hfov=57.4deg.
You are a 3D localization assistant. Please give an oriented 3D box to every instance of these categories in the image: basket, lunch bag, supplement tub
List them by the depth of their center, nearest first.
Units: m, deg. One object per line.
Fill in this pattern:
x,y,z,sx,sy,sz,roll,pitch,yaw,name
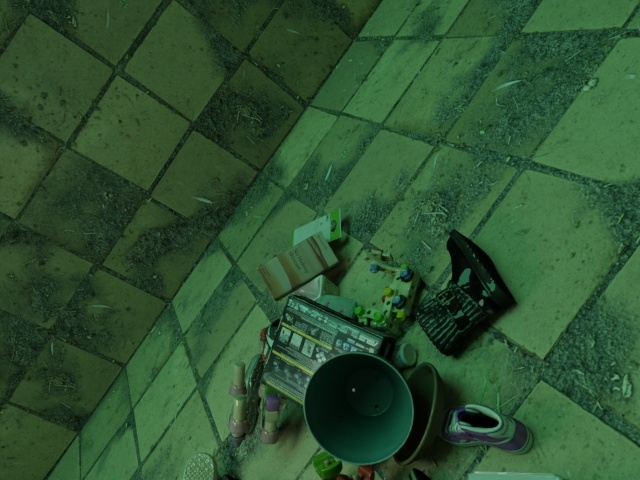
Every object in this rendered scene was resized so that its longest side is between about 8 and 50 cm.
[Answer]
0.233,0.358,1.789,0.107,0.071,0.071,-26,40,43,supplement tub
0.002,0.319,2.082,0.262,0.160,0.223,-23,24,34,lunch bag
-0.017,0.230,2.283,0.167,0.103,0.113,-33,35,35,basket

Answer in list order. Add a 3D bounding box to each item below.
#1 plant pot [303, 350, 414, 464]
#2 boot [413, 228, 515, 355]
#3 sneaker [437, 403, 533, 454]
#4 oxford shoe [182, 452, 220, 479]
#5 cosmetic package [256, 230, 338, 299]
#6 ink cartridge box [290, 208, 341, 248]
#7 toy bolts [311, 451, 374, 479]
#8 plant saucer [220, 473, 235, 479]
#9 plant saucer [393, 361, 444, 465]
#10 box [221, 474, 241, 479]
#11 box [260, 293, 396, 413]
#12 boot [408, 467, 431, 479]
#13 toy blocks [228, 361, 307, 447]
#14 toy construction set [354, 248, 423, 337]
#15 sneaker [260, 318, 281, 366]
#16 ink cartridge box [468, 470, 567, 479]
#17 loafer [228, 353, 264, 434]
0.120,0.436,1.601,0.290,0.290,0.195,-51,-12,8,plant pot
0.385,0.142,1.717,0.260,0.131,0.348,-44,30,20,boot
0.353,0.436,1.424,0.282,0.161,0.102,-16,48,52,sneaker
-0.439,0.985,2.054,0.130,0.169,0.449,89,-175,-59,oxford shoe
-0.089,0.104,2.329,0.296,0.153,0.129,-32,-8,-5,cosmetic package
0.000,0.000,2.517,0.255,0.097,0.188,-24,38,22,ink cartridge box
0.111,0.680,1.625,0.218,0.158,0.228,-20,9,-18,toy bolts
-0.347,0.948,2.106,0.198,0.036,0.198,-37,34,30,plant saucer
0.261,0.464,1.565,0.278,0.041,0.278,-159,90,-83,plant saucer
-0.244,0.955,1.786,0.343,0.179,0.312,9,69,60,box
0.014,0.383,1.848,0.395,0.097,0.318,19,91,37,box
0.228,0.696,1.422,0.178,0.085,0.236,-51,29,14,boot
-0.168,0.608,2.053,0.288,0.309,0.260,-114,29,-71,toy blocks
0.214,0.183,1.932,0.215,0.151,0.327,-13,61,45,toy construction set
-0.170,0.415,2.329,0.135,0.098,0.276,-48,27,19,sneaker
0.404,0.636,1.161,0.223,0.129,0.307,-22,43,47,ink cartridge box
-0.288,0.600,2.304,0.111,0.112,0.319,-11,51,42,loafer
